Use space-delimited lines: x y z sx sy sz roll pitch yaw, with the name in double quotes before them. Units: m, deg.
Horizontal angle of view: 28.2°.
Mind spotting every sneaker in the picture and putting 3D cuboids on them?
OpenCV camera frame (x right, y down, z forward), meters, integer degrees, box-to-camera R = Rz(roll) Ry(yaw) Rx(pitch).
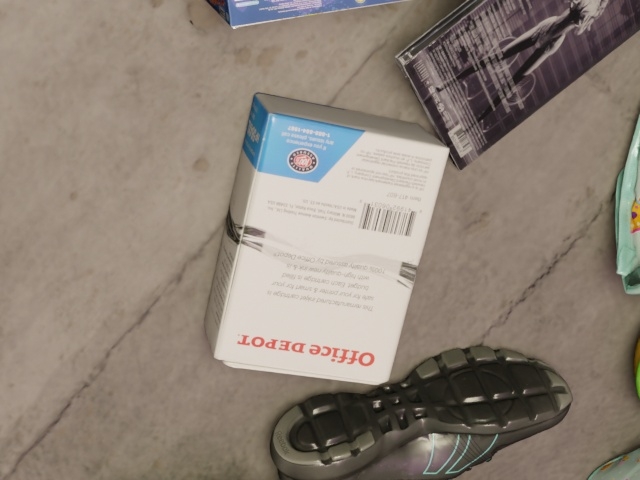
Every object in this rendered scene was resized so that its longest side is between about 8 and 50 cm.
"sneaker" 0.087 0.169 1.106 0.267 0.101 0.106 -12 130 -8

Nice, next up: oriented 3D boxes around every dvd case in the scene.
"dvd case" 0.171 -0.165 0.998 0.221 0.018 0.164 -38 146 1

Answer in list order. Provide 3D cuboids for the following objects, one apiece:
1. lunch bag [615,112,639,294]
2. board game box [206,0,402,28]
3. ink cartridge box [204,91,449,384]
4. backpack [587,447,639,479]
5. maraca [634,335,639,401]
"lunch bag" 0.376 -0.059 1.055 0.223 0.160 0.262 11 99 -18
"board game box" 0.019 -0.198 0.932 0.201 0.136 0.035 -10 111 -10
"ink cartridge box" 0.000 0.000 1.019 0.148 0.086 0.203 10 106 -16
"backpack" 0.323 0.242 1.139 0.115 0.152 0.182 33 142 -15
"maraca" 0.344 0.117 1.139 0.127 0.099 0.186 -37 134 4
